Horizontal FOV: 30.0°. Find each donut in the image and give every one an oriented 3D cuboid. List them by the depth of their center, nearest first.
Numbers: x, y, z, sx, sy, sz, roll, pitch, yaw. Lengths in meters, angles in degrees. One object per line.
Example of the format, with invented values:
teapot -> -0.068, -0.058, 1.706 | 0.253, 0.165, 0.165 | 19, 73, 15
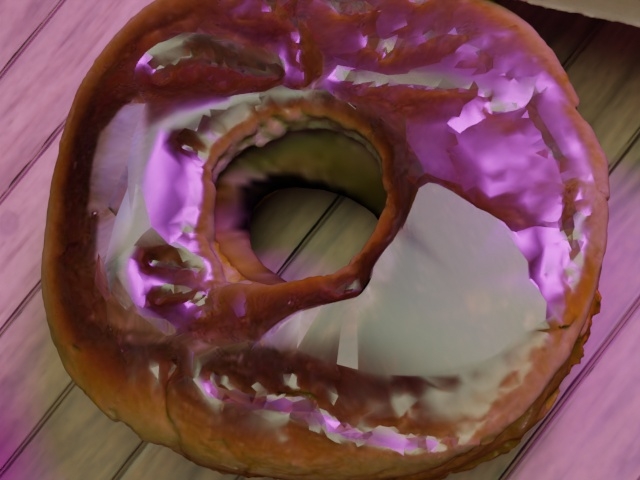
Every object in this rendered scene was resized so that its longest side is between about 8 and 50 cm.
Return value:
donut -> 0.000, 0.000, 0.691 | 0.330, 0.160, 0.330 | -5, 64, 11

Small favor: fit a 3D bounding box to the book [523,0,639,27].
book -> 0.222, -0.280, 0.714 | 0.269, 0.032, 0.388 | 16, 62, 15
